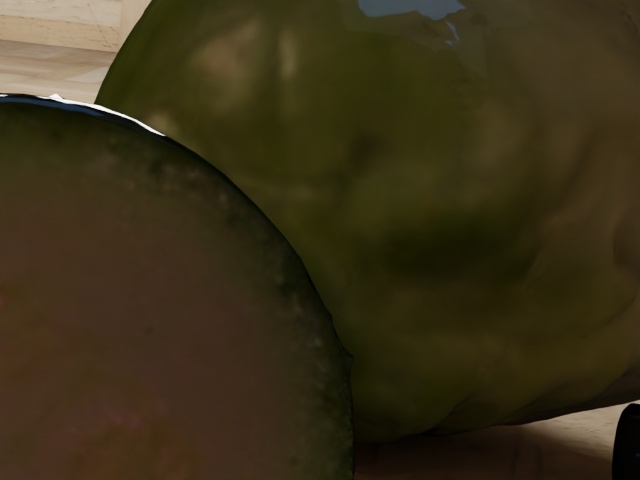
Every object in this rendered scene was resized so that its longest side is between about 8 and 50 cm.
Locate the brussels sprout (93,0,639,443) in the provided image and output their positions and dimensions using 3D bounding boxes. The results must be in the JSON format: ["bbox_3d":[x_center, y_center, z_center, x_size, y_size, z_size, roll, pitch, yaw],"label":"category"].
[{"bbox_3d":[0.041,-0.024,0.803,0.316,0.243,0.273,8,-15,31],"label":"brussels sprout"}]

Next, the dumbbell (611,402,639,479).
[{"bbox_3d":[0.158,0.088,0.758,0.083,0.040,0.036,7,41,9],"label":"dumbbell"}]

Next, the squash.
[{"bbox_3d":[-0.081,0.054,0.475,0.170,0.170,0.123,5,-6,-10],"label":"squash"}]
